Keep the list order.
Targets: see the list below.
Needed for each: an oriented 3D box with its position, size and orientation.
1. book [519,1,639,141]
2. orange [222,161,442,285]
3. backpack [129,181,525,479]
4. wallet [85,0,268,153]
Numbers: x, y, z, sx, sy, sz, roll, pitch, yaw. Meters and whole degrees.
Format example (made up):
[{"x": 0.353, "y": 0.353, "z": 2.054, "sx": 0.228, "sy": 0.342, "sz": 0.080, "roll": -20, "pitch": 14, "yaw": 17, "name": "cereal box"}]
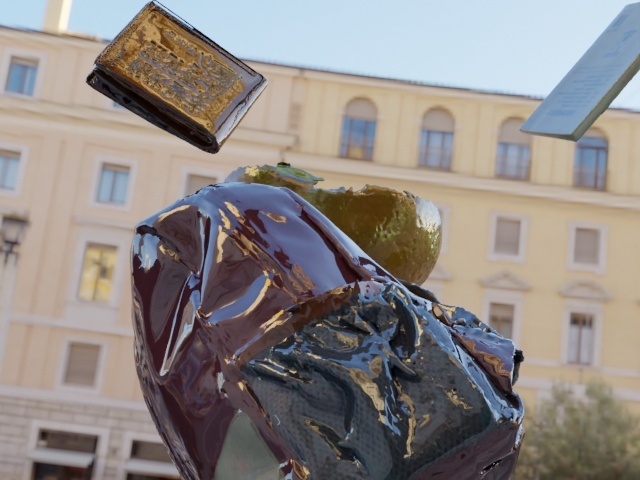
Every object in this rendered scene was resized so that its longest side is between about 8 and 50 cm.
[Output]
[{"x": 0.306, "y": -0.188, "z": 1.116, "sx": 0.013, "sy": 0.192, "sz": 0.168, "roll": 41, "pitch": 1, "yaw": -12, "name": "book"}, {"x": -0.001, "y": 0.008, "z": 1.468, "sx": 0.334, "sy": 0.196, "sz": 0.262, "roll": 16, "pitch": -36, "yaw": 5, "name": "orange"}, {"x": -0.009, "y": 0.103, "z": 0.686, "sx": 0.197, "sy": 0.317, "sz": 0.283, "roll": -24, "pitch": -41, "yaw": -24, "name": "backpack"}, {"x": -0.180, "y": -0.211, "z": 1.324, "sx": 0.195, "sy": 0.161, "sz": 0.042, "roll": 32, "pitch": -38, "yaw": -4, "name": "wallet"}]
